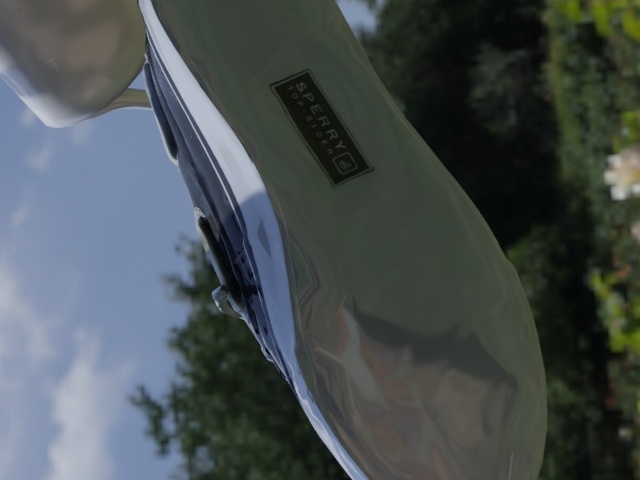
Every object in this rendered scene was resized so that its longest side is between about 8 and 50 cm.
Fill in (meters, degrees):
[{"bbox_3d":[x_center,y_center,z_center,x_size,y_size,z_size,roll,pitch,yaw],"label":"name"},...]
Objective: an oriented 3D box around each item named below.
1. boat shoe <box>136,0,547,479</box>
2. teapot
[{"bbox_3d":[-0.004,0.001,0.764,0.306,0.113,0.105,58,156,15],"label":"boat shoe"},{"bbox_3d":[-0.172,-0.206,1.074,0.252,0.187,0.256,47,175,14],"label":"teapot"}]
